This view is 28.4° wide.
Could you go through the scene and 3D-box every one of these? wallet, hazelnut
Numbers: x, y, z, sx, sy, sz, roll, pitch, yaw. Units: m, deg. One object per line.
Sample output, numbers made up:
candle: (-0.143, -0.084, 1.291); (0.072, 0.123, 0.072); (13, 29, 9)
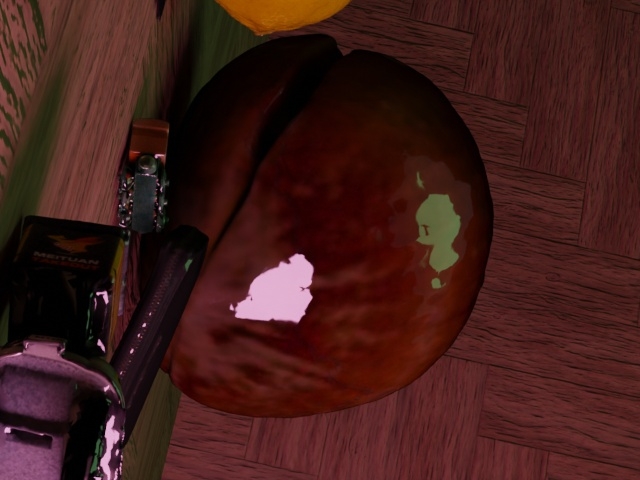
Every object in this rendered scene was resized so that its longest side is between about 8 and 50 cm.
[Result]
wallet: (-0.164, 0.106, 1.119); (0.149, 0.044, 0.250); (-80, -165, -86)
hazelnut: (0.000, 0.000, 1.383); (0.402, 0.402, 0.429); (-81, -165, -62)

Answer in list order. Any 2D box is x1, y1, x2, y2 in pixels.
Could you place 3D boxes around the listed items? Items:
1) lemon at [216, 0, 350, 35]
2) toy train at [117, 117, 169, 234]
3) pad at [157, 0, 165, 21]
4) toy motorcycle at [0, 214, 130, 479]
lemon: (-0.030, -0.280, 1.129); (0.178, 0.178, 0.203); (-82, -174, -69)
toy train: (-0.149, -0.049, 1.071); (0.103, 0.044, 0.064); (105, -13, -55)
pad: (-0.108, -0.293, 0.968); (0.245, 0.006, 0.170); (110, -7, -75)
toy motorcycle: (-0.154, 0.135, 0.711); (0.157, 0.091, 0.263); (-89, -171, -59)
